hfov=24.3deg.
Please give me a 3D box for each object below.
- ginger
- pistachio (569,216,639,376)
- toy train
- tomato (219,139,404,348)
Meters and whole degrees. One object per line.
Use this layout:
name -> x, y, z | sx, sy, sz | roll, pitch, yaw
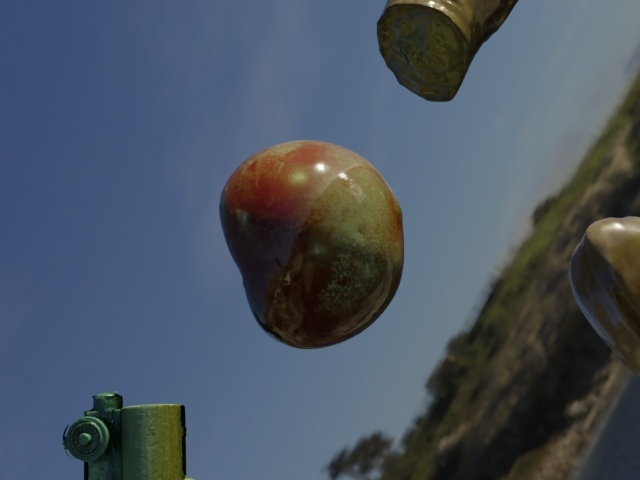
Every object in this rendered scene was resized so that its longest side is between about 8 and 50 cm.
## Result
ginger -> 0.134, -0.237, 1.245 | 0.109, 0.116, 0.263 | 51, -124, -34
pistachio -> 0.414, 0.080, 1.835 | 0.162, 0.293, 0.181 | -31, 28, 20
toy train -> -0.282, 0.374, 2.198 | 0.126, 0.189, 0.307 | 26, -121, -66
tomato -> 0.000, 0.000, 1.905 | 0.222, 0.270, 0.270 | -23, -9, 5
